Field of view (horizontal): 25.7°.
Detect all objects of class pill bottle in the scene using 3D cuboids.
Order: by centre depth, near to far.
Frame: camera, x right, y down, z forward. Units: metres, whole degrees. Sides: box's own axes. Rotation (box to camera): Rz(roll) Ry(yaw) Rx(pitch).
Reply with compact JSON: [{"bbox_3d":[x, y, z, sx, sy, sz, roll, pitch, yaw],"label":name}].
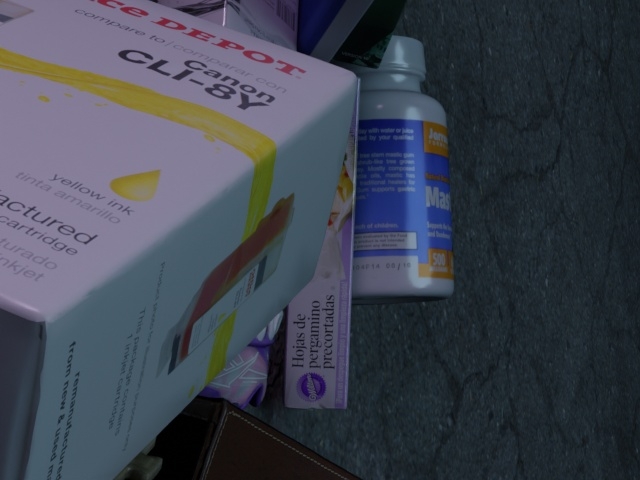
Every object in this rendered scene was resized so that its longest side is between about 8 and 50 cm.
[{"bbox_3d":[0.060,-0.071,1.476,0.152,0.152,0.272,9,78,-63],"label":"pill bottle"}]

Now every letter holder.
[{"bbox_3d":[-0.094,0.254,1.099,0.302,0.152,0.214,41,62,-56],"label":"letter holder"}]

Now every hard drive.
[{"bbox_3d":[0.020,-0.289,1.295,0.318,0.040,0.210,139,-43,-74],"label":"hard drive"}]

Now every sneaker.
[{"bbox_3d":[-0.105,0.108,1.182,0.236,0.095,0.105,2,91,-65],"label":"sneaker"}]

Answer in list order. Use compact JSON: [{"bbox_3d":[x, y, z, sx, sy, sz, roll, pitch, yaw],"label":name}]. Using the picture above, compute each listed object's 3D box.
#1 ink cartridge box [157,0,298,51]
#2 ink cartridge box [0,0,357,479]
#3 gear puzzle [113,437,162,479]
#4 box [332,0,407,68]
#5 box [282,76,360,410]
[{"bbox_3d":[-0.083,-0.185,1.282,0.139,0.082,0.191,32,58,-60],"label":"ink cartridge box"},{"bbox_3d":[-0.180,-0.021,0.793,0.384,0.279,0.160,-44,152,-60],"label":"ink cartridge box"},{"bbox_3d":[-0.182,0.128,0.761,0.175,0.339,0.044,-46,152,-68],"label":"gear puzzle"},{"bbox_3d":[0.080,-0.351,1.333,0.322,0.058,0.232,112,-14,-58],"label":"box"},{"bbox_3d":[0.000,0.000,1.364,0.067,0.063,0.324,-108,-160,-85],"label":"box"}]
